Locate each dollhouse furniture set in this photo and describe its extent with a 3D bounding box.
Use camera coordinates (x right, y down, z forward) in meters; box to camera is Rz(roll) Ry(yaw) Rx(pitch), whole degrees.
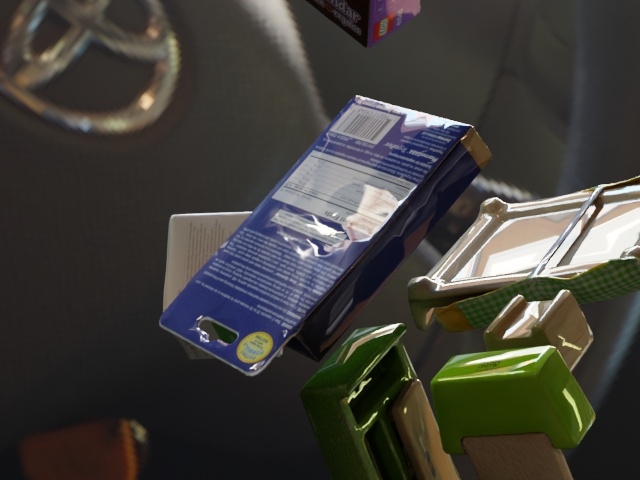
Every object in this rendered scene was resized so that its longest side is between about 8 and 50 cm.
[{"bbox_3d":[0.156,0.086,1.124,0.301,0.198,0.151,-44,117,-48],"label":"dollhouse furniture set"}]

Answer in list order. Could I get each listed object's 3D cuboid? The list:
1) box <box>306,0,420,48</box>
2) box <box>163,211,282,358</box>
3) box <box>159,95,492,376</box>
[{"bbox_3d":[-0.048,-0.287,1.094,0.057,0.201,0.293,-38,63,-24],"label":"box"},{"bbox_3d":[-0.081,0.040,1.394,0.101,0.087,0.102,69,22,-65],"label":"box"},{"bbox_3d":[0.000,0.000,1.108,0.136,0.225,0.036,23,-24,52],"label":"box"}]
